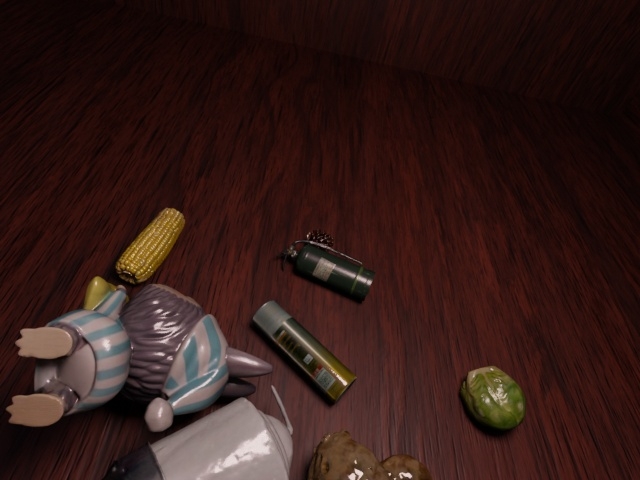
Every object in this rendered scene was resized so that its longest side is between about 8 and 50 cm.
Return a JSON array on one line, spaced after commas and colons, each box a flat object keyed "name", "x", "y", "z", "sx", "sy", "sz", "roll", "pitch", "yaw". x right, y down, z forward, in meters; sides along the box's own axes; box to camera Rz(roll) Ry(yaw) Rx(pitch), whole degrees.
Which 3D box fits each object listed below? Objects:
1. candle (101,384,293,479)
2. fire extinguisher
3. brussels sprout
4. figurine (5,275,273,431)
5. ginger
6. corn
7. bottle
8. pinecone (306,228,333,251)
[{"name": "candle", "x": -0.181, "y": 0.418, "z": 0.707, "sx": 0.343, "sy": 0.221, "sz": 0.221, "roll": -19, "pitch": 55, "yaw": -30}, {"name": "fire extinguisher", "x": 0.008, "y": 0.075, "z": 1.163, "sx": 0.294, "sy": 0.093, "sz": 0.118, "roll": 23, "pitch": 88, "yaw": 7}, {"name": "brussels sprout", "x": 0.425, "y": 0.380, "z": 0.975, "sx": 0.155, "sy": 0.117, "sz": 0.155, "roll": 6, "pitch": 57, "yaw": -9}, {"name": "figurine", "x": -0.279, "y": 0.212, "z": 0.770, "sx": 0.378, "sy": 0.361, "sz": 0.266, "roll": 4, "pitch": 90, "yaw": -6}, {"name": "ginger", "x": 0.051, "y": 0.519, "z": 0.706, "sx": 0.256, "sy": 0.176, "sz": 0.375, "roll": 40, "pitch": 45, "yaw": 6}, {"name": "corn", "x": -0.455, "y": 0.013, "z": 1.094, "sx": 0.093, "sy": 0.093, "sz": 0.244, "roll": 19, "pitch": 46, "yaw": 3}, {"name": "bottle", "x": -0.045, "y": 0.264, "z": 0.979, "sx": 0.286, "sy": 0.082, "sz": 0.082, "roll": 39, "pitch": 50, "yaw": 20}, {"name": "pinecone", "x": 0.000, "y": 0.000, "z": 1.239, "sx": 0.083, "sy": 0.077, "sz": 0.077, "roll": -1, "pitch": 29, "yaw": 44}]
